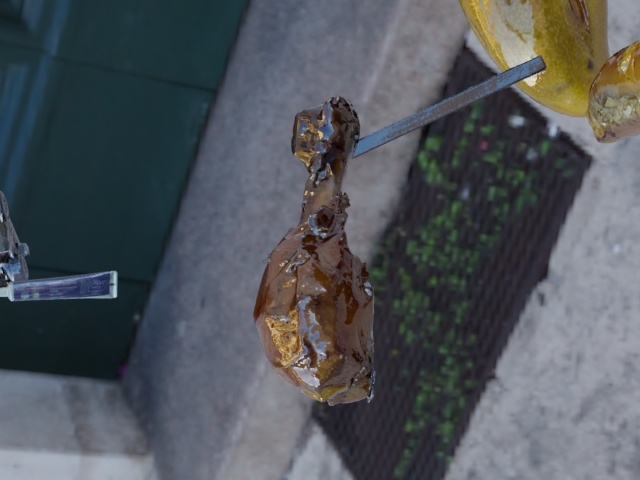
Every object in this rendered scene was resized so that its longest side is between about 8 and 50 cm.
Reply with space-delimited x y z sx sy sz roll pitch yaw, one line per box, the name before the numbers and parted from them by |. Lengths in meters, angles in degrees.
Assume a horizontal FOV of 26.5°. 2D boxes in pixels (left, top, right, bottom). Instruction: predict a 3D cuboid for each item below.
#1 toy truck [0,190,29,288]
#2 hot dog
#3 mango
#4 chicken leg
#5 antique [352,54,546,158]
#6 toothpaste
toy truck | -0.417 -0.036 1.610 0.116 0.110 0.216 -102 0 -45
hot dog | 0.263 -0.115 1.038 0.269 0.115 0.072 144 115 -88
mango | 0.229 -0.271 1.441 0.120 0.177 0.295 -38 75 51
chicken leg | 0.000 0.000 1.087 0.113 0.093 0.304 76 -168 -45
antique | 0.109 -0.117 1.203 0.031 0.192 0.015 -103 -11 -87
toothpaste | -0.302 0.055 1.555 0.021 0.140 0.037 -117 27 -55
